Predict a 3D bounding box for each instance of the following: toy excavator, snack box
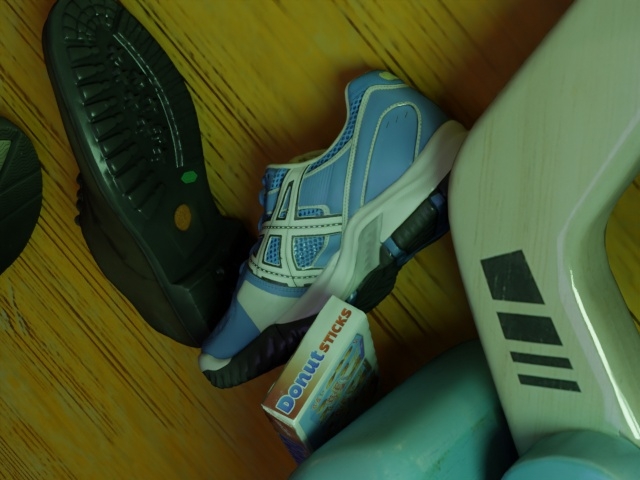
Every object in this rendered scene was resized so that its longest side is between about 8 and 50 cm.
[{"bbox_3d":[0.103,0.098,0.561,0.433,0.222,0.445,-18,99,42],"label":"toy excavator"},{"bbox_3d":[0.007,0.088,0.650,0.022,0.064,0.178,29,164,17],"label":"snack box"}]

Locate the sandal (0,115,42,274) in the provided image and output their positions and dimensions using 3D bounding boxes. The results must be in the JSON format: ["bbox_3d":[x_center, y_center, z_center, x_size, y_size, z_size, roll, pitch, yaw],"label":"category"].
[{"bbox_3d":[-0.281,0.014,0.842,0.086,0.120,0.303,53,138,13],"label":"sandal"}]

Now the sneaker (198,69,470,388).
[{"bbox_3d":[0.000,0.000,0.642,0.081,0.080,0.211,50,120,12],"label":"sneaker"}]

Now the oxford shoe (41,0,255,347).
[{"bbox_3d":[-0.112,-0.031,0.702,0.096,0.083,0.227,1,120,39],"label":"oxford shoe"}]
